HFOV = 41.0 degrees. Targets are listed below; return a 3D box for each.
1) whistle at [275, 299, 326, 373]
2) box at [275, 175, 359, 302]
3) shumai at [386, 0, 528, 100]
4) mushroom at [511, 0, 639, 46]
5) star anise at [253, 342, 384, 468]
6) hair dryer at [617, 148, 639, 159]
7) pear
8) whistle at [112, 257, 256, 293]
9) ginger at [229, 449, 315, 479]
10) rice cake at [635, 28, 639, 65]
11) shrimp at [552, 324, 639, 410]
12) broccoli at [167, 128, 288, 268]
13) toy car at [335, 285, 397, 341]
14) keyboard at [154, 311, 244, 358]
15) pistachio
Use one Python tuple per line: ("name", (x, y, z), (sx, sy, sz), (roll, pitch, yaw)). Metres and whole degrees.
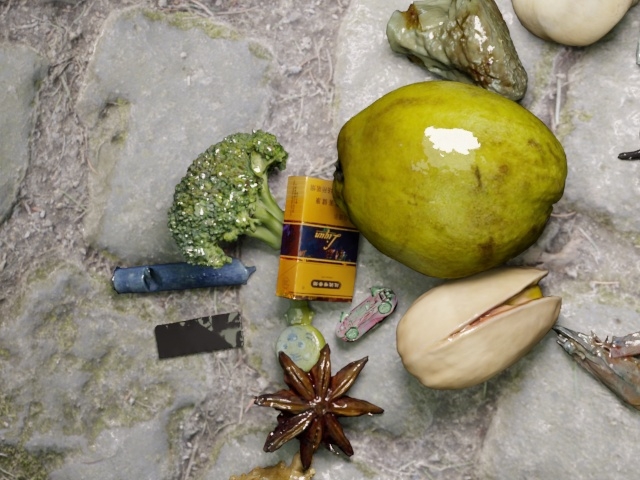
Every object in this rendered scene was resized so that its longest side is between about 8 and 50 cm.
("whistle", (-0.041, 0.174, 1.737), (0.104, 0.057, 0.198), (-8, 78, 19))
("box", (0.000, 0.000, 1.677), (0.070, 0.152, 0.237), (2, 86, 50))
("shumai", (0.257, -0.348, 1.610), (0.203, 0.222, 0.272), (-30, 56, 23))
("mushroom", (0.480, -0.468, 1.557), (0.234, 0.254, 0.260), (10, 71, -27))
("star anise", (-0.010, 0.318, 1.691), (0.272, 0.102, 0.272), (-2, 96, -16))
("hair dryer", (0.644, -0.213, 1.571), (0.219, 0.075, 0.195), (-26, 75, 20))
("pear", (0.226, -0.113, 1.537), (0.413, 0.352, 0.352), (11, 90, 17))
("whistle", (-0.287, 0.073, 1.798), (0.304, 0.062, 0.062), (-5, 86, 15))
("ginger", (-0.107, 0.502, 1.735), (0.176, 0.052, 0.193), (14, 92, 9))
("rice cake", (0.624, -0.417, 1.578), (0.069, 0.063, 0.206), (5, 88, 21))
("shrimp", (0.581, 0.217, 1.566), (0.317, 0.062, 0.164), (30, 91, 10))
("broccoli", (-0.173, -0.085, 1.686), (0.288, 0.260, 0.235), (-45, 64, 7))
("toy car", (0.093, 0.150, 1.695), (0.142, 0.069, 0.055), (-39, 118, 10))
("keyboard", (-0.255, 0.200, 1.808), (0.196, 0.015, 0.074), (-11, 89, 14))
("pistachio", (0.289, 0.151, 1.568), (0.318, 0.214, 0.193), (-30, 79, -1))
